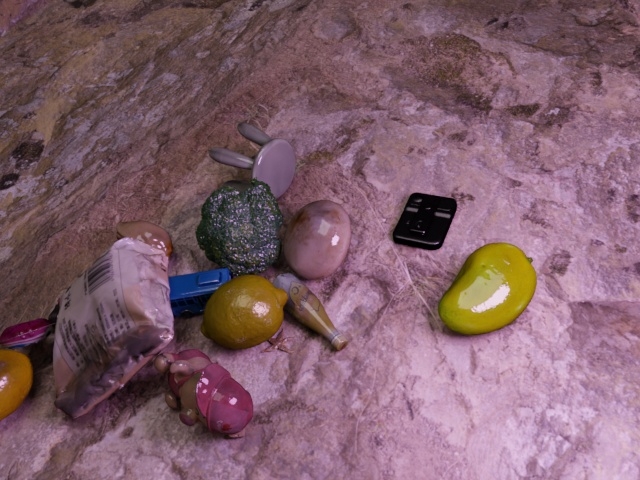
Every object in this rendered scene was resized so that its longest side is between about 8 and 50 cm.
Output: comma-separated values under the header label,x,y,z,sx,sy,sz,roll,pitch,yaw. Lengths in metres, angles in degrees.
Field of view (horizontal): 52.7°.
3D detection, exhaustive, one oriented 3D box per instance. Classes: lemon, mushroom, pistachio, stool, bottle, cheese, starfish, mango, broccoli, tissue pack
label,x,y,z,sx,sy,sz,roll,pitch,yaw
lemon,-0.200,0.185,1.646,0.248,0.184,0.184,-26,46,6
mushroom,0.000,0.000,1.778,0.226,0.178,0.227,-21,61,46
lemon,-0.825,0.368,1.634,0.169,0.170,0.207,6,35,18
pistachio,-0.527,0.006,1.924,0.215,0.144,0.144,22,56,37
stool,-0.211,-0.242,2.035,0.198,0.195,0.195,19,55,30
bottle,-0.025,0.186,1.672,0.083,0.083,0.269,-36,54,-20
cheese,-0.785,0.248,1.727,0.155,0.062,0.244,-18,1,-27
starfish,-0.107,0.267,1.663,0.092,0.016,0.086,31,63,31
mango,0.416,0.126,1.581,0.185,0.149,0.273,26,64,24
broccoli,-0.218,-0.033,1.835,0.261,0.269,0.242,-34,10,9
tissue pack,-0.537,0.207,1.653,0.390,0.195,0.376,-37,42,15

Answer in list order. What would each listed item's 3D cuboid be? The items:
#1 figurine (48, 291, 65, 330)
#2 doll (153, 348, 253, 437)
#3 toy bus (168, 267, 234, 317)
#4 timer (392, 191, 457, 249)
label,x,y,z,sx,sy,sz,roll,pitch,yaw
figurine,-0.740,0.198,1.846,0.072,0.054,0.129,-13,44,11
doll,-0.273,0.356,1.504,0.255,0.196,0.152,23,74,38
toy bus,-0.322,0.141,1.766,0.184,0.106,0.090,-10,44,4
timer,0.298,-0.060,1.842,0.144,0.055,0.187,12,52,22
